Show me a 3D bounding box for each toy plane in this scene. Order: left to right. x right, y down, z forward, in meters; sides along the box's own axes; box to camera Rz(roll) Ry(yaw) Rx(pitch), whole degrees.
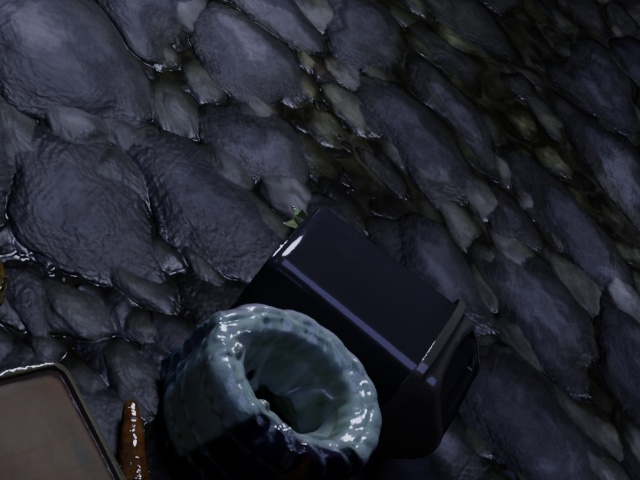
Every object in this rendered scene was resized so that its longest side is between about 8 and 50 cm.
[{"bbox_3d":[0.000,0.000,2.041,0.111,0.040,0.102,42,36,-8],"label":"toy plane"}]

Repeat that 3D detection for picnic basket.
[{"bbox_3d":[-0.271,0.254,1.406,0.165,0.139,0.267,-9,62,-50],"label":"picnic basket"}]

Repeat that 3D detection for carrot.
[{"bbox_3d":[-0.194,0.231,1.607,0.035,0.035,0.165,20,40,-33],"label":"carrot"}]

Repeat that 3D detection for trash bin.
[{"bbox_3d":[0.050,0.115,1.861,0.290,0.182,0.209,40,35,0],"label":"trash bin"}]

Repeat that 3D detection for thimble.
[{"bbox_3d":[-0.061,0.184,1.694,0.237,0.150,0.237,27,38,-24],"label":"thimble"}]

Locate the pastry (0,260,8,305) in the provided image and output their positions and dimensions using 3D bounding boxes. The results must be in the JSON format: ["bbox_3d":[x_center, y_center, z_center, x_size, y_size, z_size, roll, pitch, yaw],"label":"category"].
[{"bbox_3d":[-0.400,0.032,1.538,0.182,0.093,0.192,48,34,-2],"label":"pastry"}]
